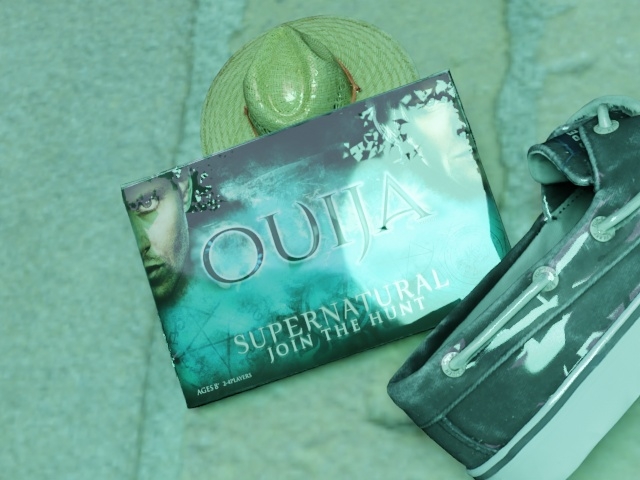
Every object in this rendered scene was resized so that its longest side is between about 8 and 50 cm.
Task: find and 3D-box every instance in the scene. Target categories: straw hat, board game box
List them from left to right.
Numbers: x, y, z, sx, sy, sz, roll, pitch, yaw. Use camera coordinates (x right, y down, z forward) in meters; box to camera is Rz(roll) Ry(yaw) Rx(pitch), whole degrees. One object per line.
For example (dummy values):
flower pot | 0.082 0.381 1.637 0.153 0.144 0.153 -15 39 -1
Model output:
straw hat | -0.014 -0.083 0.743 0.144 0.061 0.144 -7 63 14
board game box | 0.000 0.000 0.694 0.186 0.026 0.126 -19 83 7

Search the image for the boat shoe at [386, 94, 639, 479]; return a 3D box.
boat shoe | 0.147 -0.021 0.628 0.102 0.108 0.301 39 86 -2
